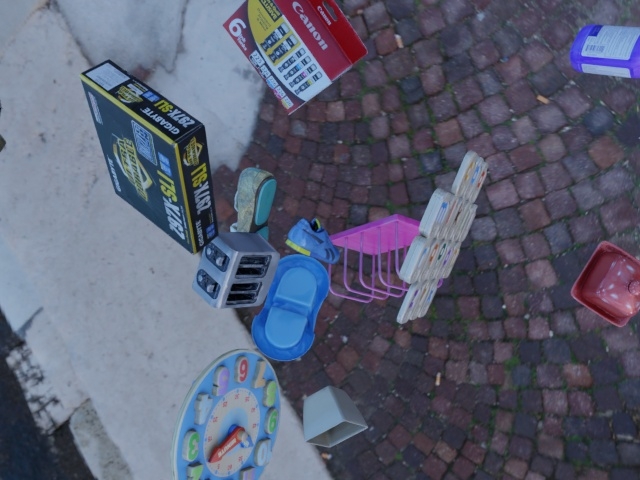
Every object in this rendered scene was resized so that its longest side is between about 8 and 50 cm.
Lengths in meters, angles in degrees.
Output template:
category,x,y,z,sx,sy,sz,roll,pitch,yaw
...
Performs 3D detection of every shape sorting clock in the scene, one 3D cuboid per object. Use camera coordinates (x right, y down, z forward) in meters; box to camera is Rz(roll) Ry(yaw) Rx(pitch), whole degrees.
category,x,y,z,sx,sy,sz,roll,pitch,yaw
shape sorting clock,-0.110,0.240,0.794,0.040,0.206,0.206,10,102,31

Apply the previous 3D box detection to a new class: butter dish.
category,x,y,z,sx,sy,sz,roll,pitch,yaw
butter dish,0.683,0.102,1.429,0.160,0.118,0.160,33,89,-5

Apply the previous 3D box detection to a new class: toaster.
category,x,y,z,sx,sy,sz,roll,pitch,yaw
toaster,-0.203,0.071,1.560,0.110,0.185,0.168,40,117,39

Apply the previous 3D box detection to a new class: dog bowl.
category,x,y,z,sx,sy,sz,roll,pitch,yaw
dog bowl,-0.080,0.186,1.700,0.165,0.074,0.297,17,66,1

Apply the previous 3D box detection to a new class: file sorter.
category,x,y,z,sx,sy,sz,roll,pitch,yaw
file sorter,0.184,0.064,1.824,0.290,0.202,0.183,-18,64,47

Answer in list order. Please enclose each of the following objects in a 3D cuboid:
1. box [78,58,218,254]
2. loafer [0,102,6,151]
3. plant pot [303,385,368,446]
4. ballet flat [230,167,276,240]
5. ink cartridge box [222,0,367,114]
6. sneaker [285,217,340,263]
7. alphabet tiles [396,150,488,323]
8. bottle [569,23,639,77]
category,x,y,z,sx,sy,sz,roll,pitch,yaw
box,-0.322,-0.151,1.225,0.257,0.079,0.322,34,148,20
loafer,-0.517,-0.146,0.924,0.087,0.094,0.251,-17,54,0
plant pot,0.023,0.385,1.402,0.109,0.109,0.096,-32,54,18
ballet flat,-0.207,-0.054,1.833,0.123,0.123,0.349,26,123,21
ink cartridge box,-0.069,-0.549,1.718,0.271,0.130,0.309,-25,107,47
sneaker,0.000,0.000,1.476,0.069,0.209,0.082,32,95,32
alphabet tiles,0.193,-0.003,1.002,0.021,0.284,0.278,25,98,22
bottle,0.746,-0.445,1.499,0.282,0.092,0.118,21,75,40
